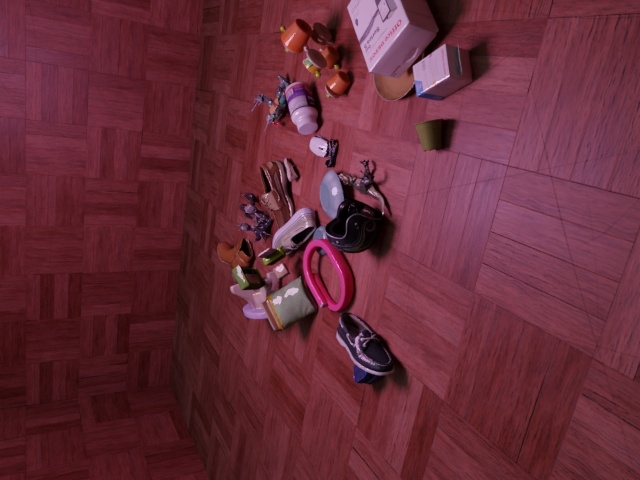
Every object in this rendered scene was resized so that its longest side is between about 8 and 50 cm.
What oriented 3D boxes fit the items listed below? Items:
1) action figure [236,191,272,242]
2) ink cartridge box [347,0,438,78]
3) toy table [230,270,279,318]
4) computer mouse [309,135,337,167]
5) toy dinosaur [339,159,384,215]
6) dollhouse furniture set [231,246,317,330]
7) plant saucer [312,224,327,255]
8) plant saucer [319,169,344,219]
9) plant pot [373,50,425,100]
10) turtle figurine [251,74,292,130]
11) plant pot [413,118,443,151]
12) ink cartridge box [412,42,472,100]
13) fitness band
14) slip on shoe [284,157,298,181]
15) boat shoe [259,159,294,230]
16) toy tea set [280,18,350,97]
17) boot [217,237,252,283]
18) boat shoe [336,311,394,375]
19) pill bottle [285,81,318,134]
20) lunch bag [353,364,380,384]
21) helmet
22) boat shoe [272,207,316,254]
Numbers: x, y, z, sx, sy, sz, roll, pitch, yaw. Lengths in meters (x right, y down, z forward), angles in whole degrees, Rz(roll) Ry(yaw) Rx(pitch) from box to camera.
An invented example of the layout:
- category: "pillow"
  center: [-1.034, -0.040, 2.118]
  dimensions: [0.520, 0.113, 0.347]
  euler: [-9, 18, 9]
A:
- category: "action figure"
  center: [-0.325, -0.103, 2.359]
  dimensions: [0.164, 0.141, 0.276]
  euler: [-56, 42, 26]
- category: "ink cartridge box"
  center: [0.203, -0.648, 1.435]
  dimensions: [0.198, 0.114, 0.273]
  euler: [-44, 54, 50]
- category: "toy table"
  center: [-0.262, 0.239, 2.185]
  dimensions: [0.274, 0.252, 0.161]
  euler: [-6, 101, 46]
- category: "computer mouse"
  center: [0.000, -0.357, 1.906]
  dimensions: [0.193, 0.042, 0.106]
  euler: [40, 124, 52]
- category: "toy dinosaur"
  center: [0.152, -0.194, 1.639]
  dimensions: [0.268, 0.064, 0.118]
  euler: [47, 143, 48]
- category: "dollhouse furniture set"
  center: [-0.179, 0.197, 1.959]
  dimensions: [0.197, 0.151, 0.301]
  euler: [-34, 73, 12]
- category: "plant saucer"
  center: [0.000, 0.000, 1.928]
  dimensions: [0.119, 0.021, 0.119]
  euler: [2, 93, 59]
- category: "plant saucer"
  center: [0.032, -0.161, 1.812]
  dimensions: [0.195, 0.037, 0.195]
  euler: [171, 90, -71]
- category: "plant pot"
  center: [0.245, -0.546, 1.509]
  dimensions: [0.236, 0.032, 0.236]
  euler: [0, 91, 58]
- category: "turtle figurine"
  center: [-0.204, -0.602, 2.177]
  dimensions: [0.175, 0.118, 0.234]
  euler: [44, 112, 32]
- category: "plant pot"
  center: [0.307, -0.292, 1.373]
  dimensions: [0.083, 0.083, 0.079]
  euler: [2, 105, 59]
- category: "ink cartridge box"
  center: [0.331, -0.448, 1.309]
  dimensions: [0.143, 0.090, 0.092]
  euler: [-17, 76, 57]
- category: "fitness band"
  center: [0.024, 0.128, 1.838]
  dimensions: [0.291, 0.054, 0.209]
  euler: [59, 139, 32]
- category: "slip on shoe"
  center: [-0.126, -0.309, 2.122]
  dimensions: [0.051, 0.041, 0.135]
  euler: [62, -169, -45]
- category: "boat shoe"
  center: [-0.202, -0.186, 2.151]
  dimensions: [0.122, 0.120, 0.324]
  euler: [-16, 84, 60]
- category: "toy tea set"
  center: [-0.023, -0.656, 1.801]
  dimensions: [0.124, 0.200, 0.336]
  euler: [-40, 62, 42]
- category: "boot"
  center: [-0.447, 0.060, 2.584]
  dimensions: [0.283, 0.109, 0.220]
  euler: [63, 141, 34]
- category: "boat shoe"
  center: [0.139, 0.332, 1.609]
  dimensions: [0.302, 0.114, 0.091]
  euler: [30, 121, 54]
- category: "pill bottle"
  center: [-0.070, -0.524, 1.960]
  dimensions: [0.108, 0.108, 0.193]
  euler: [-43, 55, 51]
- category: "lunch bag"
  center: [0.159, 0.431, 1.624]
  dimensions: [0.098, 0.065, 0.067]
  euler: [128, 148, -47]
- category: "helmet"
  center: [0.106, -0.036, 1.605]
  dimensions: [0.169, 0.169, 0.161]
  euler: [52, 124, 46]
- category: "boat shoe"
  center: [-0.114, -0.014, 2.029]
  dimensions: [0.302, 0.109, 0.094]
  euler: [-51, 40, 43]
